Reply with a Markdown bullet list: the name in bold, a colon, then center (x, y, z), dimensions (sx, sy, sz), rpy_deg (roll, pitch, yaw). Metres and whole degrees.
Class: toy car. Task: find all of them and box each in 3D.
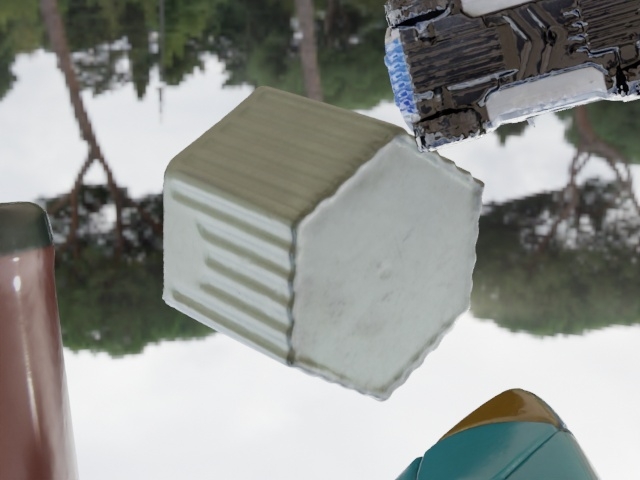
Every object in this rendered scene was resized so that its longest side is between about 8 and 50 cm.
- **toy car**: center (0.118, -0.101, 0.605), dimensions (0.170, 0.080, 0.070), rpy_deg (-14, 180, 15)

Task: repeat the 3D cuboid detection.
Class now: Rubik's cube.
- **Rubik's cube**: center (0.126, 0.185, 0.742), dimensions (0.254, 0.255, 0.254), rpy_deg (1, -160, 0)

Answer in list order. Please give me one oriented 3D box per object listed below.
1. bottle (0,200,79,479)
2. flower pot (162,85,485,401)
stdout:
- **bottle**: center (-0.214, 0.150, 0.717), dimensions (0.143, 0.336, 0.144), rpy_deg (-5, -176, 0)
- **flower pot**: center (0.000, 0.000, 1.029), dimensions (0.209, 0.239, 0.189), rpy_deg (-11, -159, -38)
